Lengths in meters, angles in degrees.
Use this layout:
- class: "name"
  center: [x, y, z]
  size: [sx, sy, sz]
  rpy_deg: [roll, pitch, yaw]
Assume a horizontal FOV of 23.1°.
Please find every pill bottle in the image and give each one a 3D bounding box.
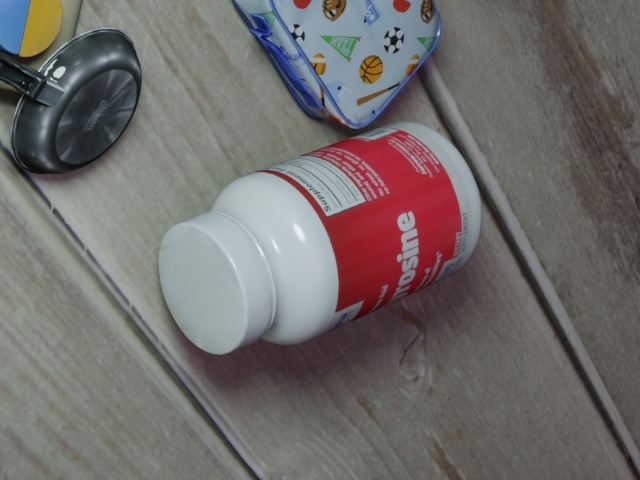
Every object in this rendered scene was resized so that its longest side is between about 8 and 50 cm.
- class: "pill bottle"
  center: [0.000, 0.000, 2.047]
  size: [0.408, 0.229, 0.229]
  rpy_deg: [-22, 118, -38]

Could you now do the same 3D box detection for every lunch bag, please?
- class: "lunch bag"
  center: [0.017, -0.307, 2.049]
  size: [0.243, 0.115, 0.303]
  rpy_deg: [-48, 130, -15]

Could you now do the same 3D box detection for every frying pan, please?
- class: "frying pan"
  center: [-0.284, -0.184, 1.755]
  size: [0.197, 0.053, 0.326]
  rpy_deg: [-47, 157, -15]

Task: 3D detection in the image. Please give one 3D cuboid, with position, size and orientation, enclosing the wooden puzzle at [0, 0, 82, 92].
- class: "wooden puzzle"
  center: [-0.371, -0.333, 1.685]
  size: [0.348, 0.080, 0.322]
  rpy_deg: [9, 96, -45]
